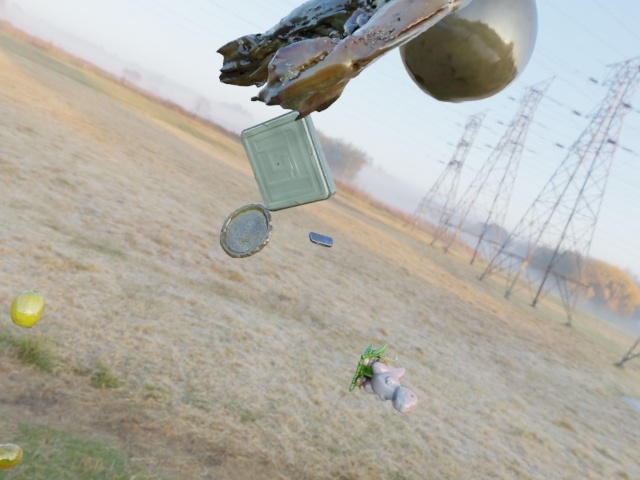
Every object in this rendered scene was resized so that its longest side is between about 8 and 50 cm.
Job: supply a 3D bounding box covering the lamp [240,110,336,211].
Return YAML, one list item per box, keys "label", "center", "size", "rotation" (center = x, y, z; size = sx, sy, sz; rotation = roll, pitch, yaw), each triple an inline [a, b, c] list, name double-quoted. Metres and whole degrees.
- label: "lamp"
  center: [-0.101, -0.230, 1.481]
  size: [0.269, 0.267, 0.047]
  rotation: [-9, 15, 40]

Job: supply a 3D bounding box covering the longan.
- label: "longan"
  center: [0.306, -0.441, 1.055]
  size: [0.297, 0.297, 0.297]
  rotation: [23, 5, -2]

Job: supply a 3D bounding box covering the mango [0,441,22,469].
- label: "mango"
  center: [-0.698, 0.466, 1.076]
  size: [0.079, 0.057, 0.114]
  rotation: [0, -12, 17]

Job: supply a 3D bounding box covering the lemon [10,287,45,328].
- label: "lemon"
  center: [-0.793, 0.181, 1.359]
  size: [0.082, 0.111, 0.082]
  rotation: [5, -19, 2]

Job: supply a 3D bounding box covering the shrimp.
- label: "shrimp"
  center: [-0.007, -0.156, 0.408]
  size: [0.290, 0.222, 0.054]
  rotation: [-5, -51, 38]

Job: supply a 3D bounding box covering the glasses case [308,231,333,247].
- label: "glasses case"
  center: [0.000, 0.000, 1.534]
  size: [0.083, 0.034, 0.023]
  rotation: [16, -31, -27]

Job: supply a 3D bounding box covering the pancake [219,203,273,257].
- label: "pancake"
  center: [-0.238, -0.032, 1.614]
  size: [0.199, 0.199, 0.021]
  rotation: [26, -12, 29]

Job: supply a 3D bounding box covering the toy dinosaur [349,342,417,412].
- label: "toy dinosaur"
  center: [0.183, 0.359, 1.305]
  size: [0.177, 0.152, 0.194]
  rotation: [23, 2, 18]
